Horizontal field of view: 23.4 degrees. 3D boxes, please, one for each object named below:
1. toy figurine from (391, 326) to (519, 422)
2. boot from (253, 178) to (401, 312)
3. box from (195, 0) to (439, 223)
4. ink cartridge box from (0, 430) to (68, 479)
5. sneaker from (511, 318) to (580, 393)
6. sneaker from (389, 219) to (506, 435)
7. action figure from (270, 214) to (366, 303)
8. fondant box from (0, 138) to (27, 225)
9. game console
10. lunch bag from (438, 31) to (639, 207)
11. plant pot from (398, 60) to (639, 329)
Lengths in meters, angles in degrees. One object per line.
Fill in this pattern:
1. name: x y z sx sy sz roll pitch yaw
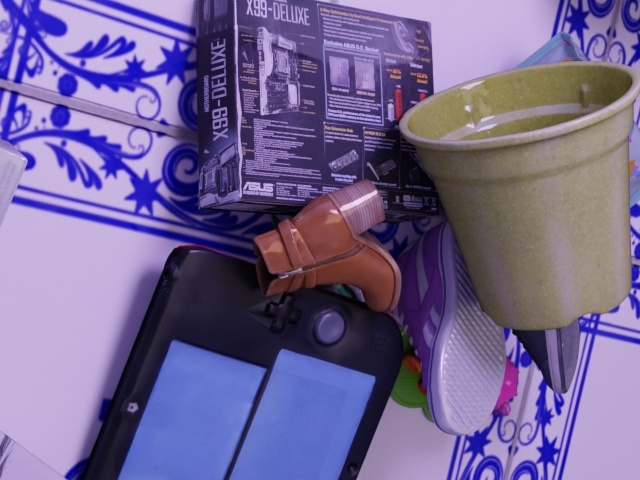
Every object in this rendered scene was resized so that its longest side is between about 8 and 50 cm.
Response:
1. toy figurine: 0.188 0.184 1.982 0.130 0.159 0.173 -44 124 -25
2. boot: 0.005 0.031 1.741 0.152 0.073 0.197 -27 130 -14
3. box: 0.000 -0.149 1.784 0.307 0.076 0.242 3 82 -40
4. ink cartridge box: -0.356 0.225 1.538 0.219 0.160 0.092 47 68 -36
5. sneaker: 0.245 0.096 2.014 0.086 0.163 0.226 -50 132 -51
6. sneaker: 0.143 0.118 1.914 0.102 0.161 0.282 24 58 -31
7. action figure: 0.000 0.000 1.860 0.137 0.063 0.232 -38 117 -25
8. fondant box: -0.462 -0.029 1.372 0.330 0.096 0.238 21 95 -24
9. game console: -0.091 0.225 1.787 0.342 0.060 0.386 20 92 -37
10. lunch bag: 0.281 -0.100 2.004 0.262 0.160 0.223 -37 127 10
11. plant pot: 0.251 -0.044 1.786 0.276 0.276 0.254 -26 113 -33
